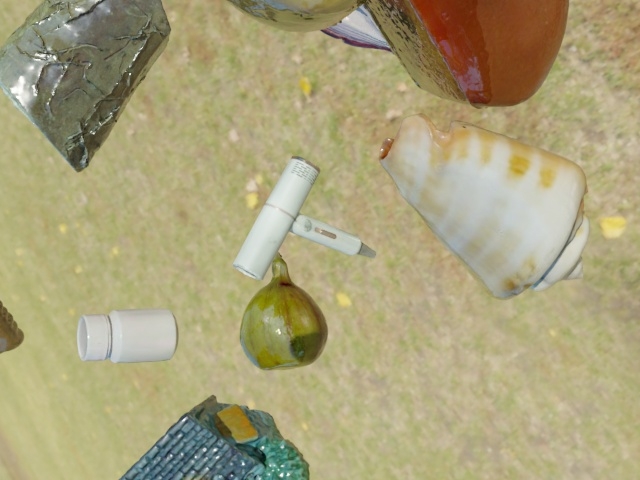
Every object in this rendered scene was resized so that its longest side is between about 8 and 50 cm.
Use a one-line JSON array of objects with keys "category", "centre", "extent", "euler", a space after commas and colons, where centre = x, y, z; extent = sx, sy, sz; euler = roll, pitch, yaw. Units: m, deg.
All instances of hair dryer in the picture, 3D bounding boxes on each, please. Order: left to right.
[{"category": "hair dryer", "centre": [-0.003, 0.008, 1.163], "extent": [0.183, 0.154, 0.044], "euler": [36, 168, -31]}]

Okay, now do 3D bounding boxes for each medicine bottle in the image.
[{"category": "medicine bottle", "centre": [-0.186, 0.092, 0.908], "extent": [0.052, 0.089, 0.052], "euler": [-1, 89, 62]}]

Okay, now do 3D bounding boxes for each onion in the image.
[{"category": "onion", "centre": [0.104, -0.492, 1.984], "extent": [0.284, 0.120, 0.227], "euler": [35, 157, -18]}]

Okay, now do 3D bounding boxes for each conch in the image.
[{"category": "conch", "centre": [0.170, -0.019, 0.942], "extent": [0.255, 0.127, 0.158], "euler": [21, 147, -18]}]

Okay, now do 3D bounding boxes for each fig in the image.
[{"category": "fig", "centre": [-0.054, 0.122, 1.551], "extent": [0.142, 0.148, 0.186], "euler": [9, 99, 19]}]

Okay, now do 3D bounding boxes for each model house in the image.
[{"category": "model house", "centre": [-0.195, 0.376, 1.460], "extent": [0.241, 0.261, 0.226], "euler": [33, -166, -52]}]

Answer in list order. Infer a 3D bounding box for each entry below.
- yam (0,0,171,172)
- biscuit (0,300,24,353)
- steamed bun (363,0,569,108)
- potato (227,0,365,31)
[{"category": "yam", "centre": [-0.355, -0.282, 1.419], "extent": [0.202, 0.271, 0.201], "euler": [36, 167, 40]}, {"category": "biscuit", "centre": [-0.554, 0.092, 1.268], "extent": [0.324, 0.217, 0.044], "euler": [80, 171, -53]}, {"category": "steamed bun", "centre": [0.200, -0.381, 1.338], "extent": [0.379, 0.248, 0.235], "euler": [52, 174, -27]}, {"category": "potato", "centre": [-0.059, -0.326, 1.157], "extent": [0.116, 0.239, 0.299], "euler": [-64, 27, 9]}]
